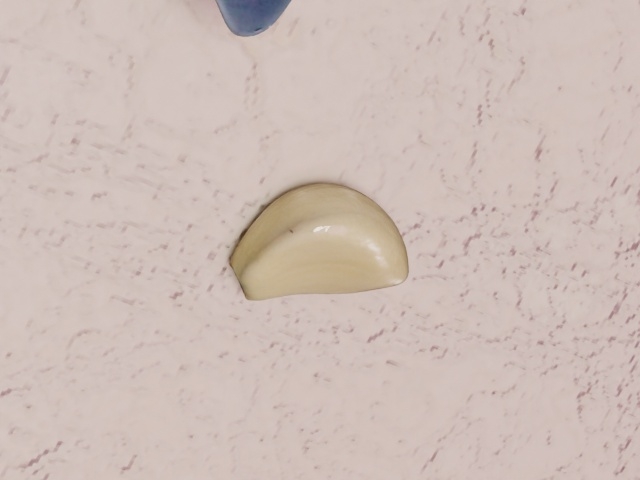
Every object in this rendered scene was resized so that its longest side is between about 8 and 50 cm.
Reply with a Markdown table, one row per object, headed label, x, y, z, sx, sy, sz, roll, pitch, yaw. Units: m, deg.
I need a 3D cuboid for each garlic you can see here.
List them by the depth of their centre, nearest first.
| label | x | y | z | sx | sy | sz | roll | pitch | yaw |
| --- | --- | --- | --- | --- | --- | --- | --- | --- | --- |
| garlic | 0.000 | 0.001 | 0.691 | 0.083 | 0.041 | 0.053 | -9 | 126 | -13 |

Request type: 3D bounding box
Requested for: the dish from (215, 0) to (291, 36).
| label | x | y | z | sx | sy | sz | roll | pitch | yaw |
| --- | --- | --- | --- | --- | --- | --- | --- | --- | --- |
| dish | -0.057 | -0.198 | 0.560 | 0.228 | 0.086 | 0.236 | -42 | 121 | -4 |
